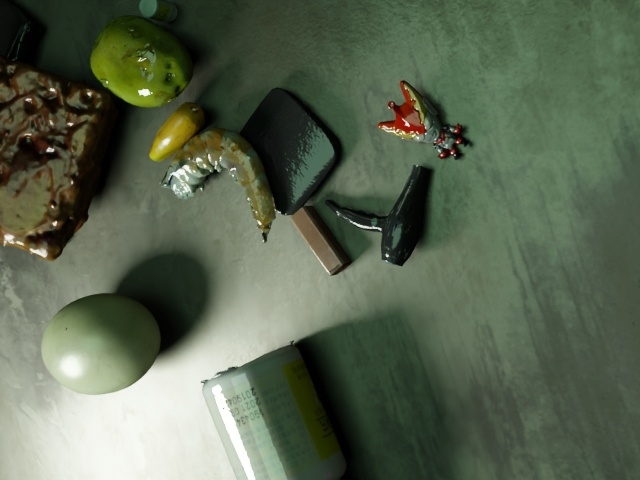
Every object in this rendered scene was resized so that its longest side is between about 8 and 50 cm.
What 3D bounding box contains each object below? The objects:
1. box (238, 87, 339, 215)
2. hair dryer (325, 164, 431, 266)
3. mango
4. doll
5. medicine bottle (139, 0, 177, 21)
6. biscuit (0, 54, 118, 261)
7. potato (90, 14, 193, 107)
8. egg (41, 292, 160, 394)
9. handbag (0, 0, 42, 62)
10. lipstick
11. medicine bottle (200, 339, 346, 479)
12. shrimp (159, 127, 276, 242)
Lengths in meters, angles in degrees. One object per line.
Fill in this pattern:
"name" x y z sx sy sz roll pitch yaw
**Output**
"box" -0.073 -0.180 1.841 0.212 0.042 0.201 45 110 17
"hair dryer" 0.102 -0.065 1.764 0.219 0.075 0.196 16 90 31
"mango" -0.304 -0.225 1.915 0.066 0.101 0.187 48 122 -2
"doll" 0.198 -0.215 1.707 0.169 0.057 0.109 31 123 5
"medicine bottle" -0.343 -0.489 1.923 0.047 0.083 0.047 1 93 26
"biscuit" -0.648 -0.188 1.999 0.342 0.166 0.395 21 91 5
"potato" -0.380 -0.374 1.904 0.253 0.148 0.186 8 128 34
"egg" -0.472 0.223 1.959 0.269 0.219 0.219 -9 90 29
"handbag" -0.782 -0.468 2.139 0.247 0.080 0.223 35 100 20
"lipstick" 0.000 0.000 1.817 0.045 0.045 0.145 -40 76 23
"medicine bottle" -0.074 0.410 1.786 0.213 0.213 0.379 -26 83 24
"shrimp" -0.194 -0.135 1.869 0.287 0.068 0.185 25 114 22
